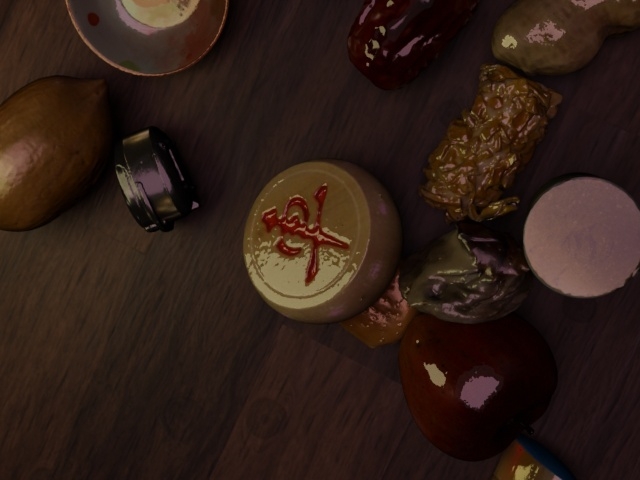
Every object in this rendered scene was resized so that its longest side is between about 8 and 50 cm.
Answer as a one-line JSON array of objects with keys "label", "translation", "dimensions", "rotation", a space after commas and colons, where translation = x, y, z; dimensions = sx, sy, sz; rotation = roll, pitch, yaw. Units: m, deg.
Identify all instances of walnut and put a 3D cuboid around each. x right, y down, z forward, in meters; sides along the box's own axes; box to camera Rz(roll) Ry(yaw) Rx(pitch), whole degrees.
[{"label": "walnut", "translation": [-0.430, -0.137, 1.690], "dimensions": [0.298, 0.203, 0.203], "rotation": [-41, 86, 8]}]

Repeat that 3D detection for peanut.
[{"label": "peanut", "translation": [0.368, -0.315, 1.551], "dimensions": [0.253, 0.122, 0.137], "rotation": [-31, 74, 9]}]

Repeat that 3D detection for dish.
[{"label": "dish", "translation": [-0.258, -0.389, 1.677], "dimensions": [0.260, 0.085, 0.260], "rotation": [3, 112, 9]}]

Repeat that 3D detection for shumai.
[{"label": "shumai", "translation": [0.208, 0.029, 1.541], "dimensions": [0.201, 0.201, 0.120], "rotation": [4, 124, 11]}]

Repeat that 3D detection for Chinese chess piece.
[{"label": "Chinese chess piece", "translation": [0.000, 0.000, 1.616], "dimensions": [0.251, 0.097, 0.250], "rotation": [-8, 74, 31]}]

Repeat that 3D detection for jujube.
[{"label": "jujube", "translation": [0.132, -0.330, 1.581], "dimensions": [0.155, 0.155, 0.230], "rotation": [39, 103, 6]}]

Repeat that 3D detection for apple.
[{"label": "apple", "translation": [0.228, 0.196, 1.577], "dimensions": [0.234, 0.234, 0.233], "rotation": [1, 94, 11]}]

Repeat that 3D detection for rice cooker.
[{"label": "rice cooker", "translation": [-0.259, -0.095, 1.699], "dimensions": [0.106, 0.112, 0.165], "rotation": [-28, 89, 6]}]

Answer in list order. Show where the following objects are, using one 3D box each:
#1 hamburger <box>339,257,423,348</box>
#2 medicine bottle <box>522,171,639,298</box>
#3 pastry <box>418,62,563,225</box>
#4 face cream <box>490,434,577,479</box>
[{"label": "hamburger", "translation": [0.095, 0.088, 1.657], "dimensions": [0.138, 0.083, 0.147], "rotation": [35, 104, 7]}, {"label": "medicine bottle", "translation": [0.352, -0.016, 1.473], "dimensions": [0.151, 0.322, 0.151], "rotation": [1, 95, 11]}, {"label": "pastry", "translation": [0.249, -0.127, 1.598], "dimensions": [0.154, 0.102, 0.250], "rotation": [29, 97, 11]}, {"label": "face cream", "translation": [0.291, 0.445, 1.634], "dimensions": [0.139, 0.067, 0.285], "rotation": [25, 95, 36]}]
